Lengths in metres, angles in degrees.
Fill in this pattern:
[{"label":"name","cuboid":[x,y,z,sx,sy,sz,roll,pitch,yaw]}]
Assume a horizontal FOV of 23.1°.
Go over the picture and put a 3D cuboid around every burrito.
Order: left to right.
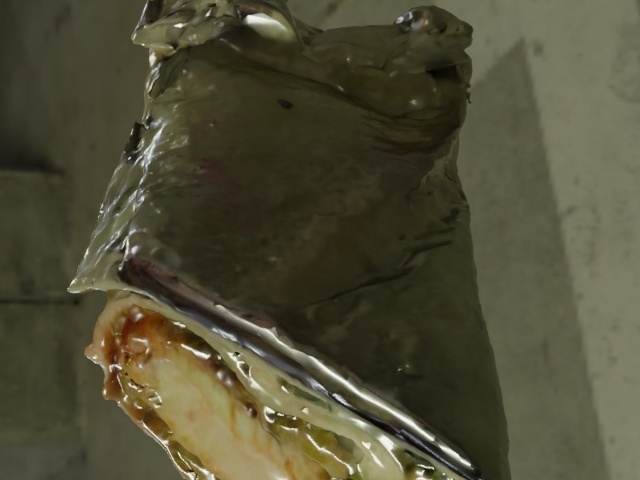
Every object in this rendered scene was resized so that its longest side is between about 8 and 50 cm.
[{"label":"burrito","cuboid":[-0.013,0.001,0.649,0.347,0.175,0.107,-92,-2,-48]}]
